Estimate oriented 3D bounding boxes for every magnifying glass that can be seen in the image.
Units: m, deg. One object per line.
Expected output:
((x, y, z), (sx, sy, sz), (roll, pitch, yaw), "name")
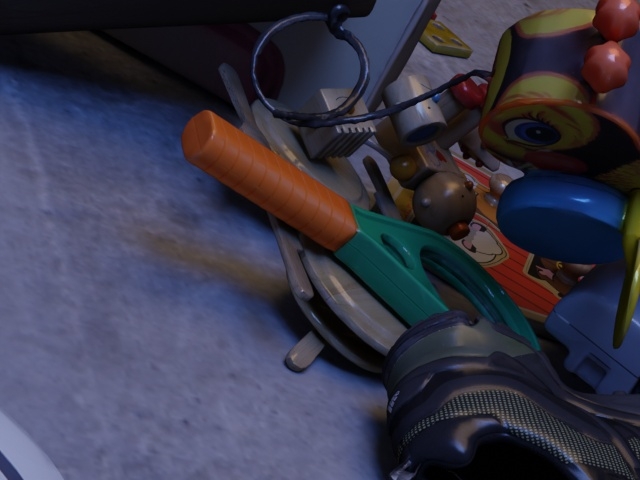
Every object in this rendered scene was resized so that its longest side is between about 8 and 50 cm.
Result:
((0.026, 0.006, 0.752), (0.231, 0.026, 0.092), (34, 24, -33), "magnifying glass")

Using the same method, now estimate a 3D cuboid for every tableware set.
((0.000, 0.000, 0.800), (0.128, 0.039, 0.194), (30, 25, -36), "tableware set")

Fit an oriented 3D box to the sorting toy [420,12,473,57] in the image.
((0.003, -0.220, 1.218), (0.274, 0.046, 0.132), (17, 27, -25), "sorting toy")

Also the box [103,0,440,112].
((-0.046, -0.173, 0.978), (0.232, 0.127, 0.148), (31, 24, 2), "box")

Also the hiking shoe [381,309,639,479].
((0.128, 0.120, 0.680), (0.227, 0.086, 0.114), (20, 39, -7), "hiking shoe")

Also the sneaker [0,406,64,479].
((-0.220, 0.055, 0.362), (0.321, 0.126, 0.127), (20, 19, 6), "sneaker")

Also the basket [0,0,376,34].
((-0.079, -0.190, 0.811), (0.227, 0.204, 0.154), (6, 29, -6), "basket")

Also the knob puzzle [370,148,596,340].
((0.131, 0.003, 0.947), (0.213, 0.030, 0.213), (24, 25, -12), "knob puzzle")

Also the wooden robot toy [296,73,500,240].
((0.066, -0.041, 0.854), (0.173, 0.076, 0.079), (10, 54, -53), "wooden robot toy")

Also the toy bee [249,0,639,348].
((0.136, -0.046, 0.743), (0.298, 0.162, 0.195), (-1, 76, -19), "toy bee")

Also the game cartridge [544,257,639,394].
((0.273, 0.101, 0.854), (0.297, 0.062, 0.198), (39, 33, 11), "game cartridge")
